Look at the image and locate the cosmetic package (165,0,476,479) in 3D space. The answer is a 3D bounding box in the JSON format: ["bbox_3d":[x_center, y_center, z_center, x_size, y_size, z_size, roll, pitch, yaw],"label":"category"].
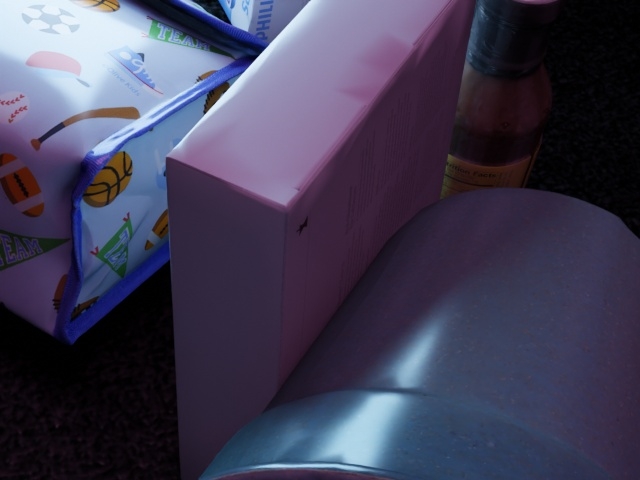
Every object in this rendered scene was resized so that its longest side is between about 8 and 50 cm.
[{"bbox_3d":[0.000,0.000,0.975,0.097,0.377,0.284,22,50,15],"label":"cosmetic package"}]

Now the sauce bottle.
[{"bbox_3d":[0.136,-0.094,1.100,0.111,0.344,0.111,5,48,-6],"label":"sauce bottle"}]

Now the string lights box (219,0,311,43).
[{"bbox_3d":[-0.092,-0.349,1.402,0.077,0.133,0.259,-14,56,-22],"label":"string lights box"}]

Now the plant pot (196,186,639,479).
[{"bbox_3d":[0.101,0.156,0.828,0.341,0.341,0.334,23,43,8],"label":"plant pot"}]

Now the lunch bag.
[{"bbox_3d":[-0.227,-0.142,1.155,0.328,0.239,0.385,30,36,15],"label":"lunch bag"}]
